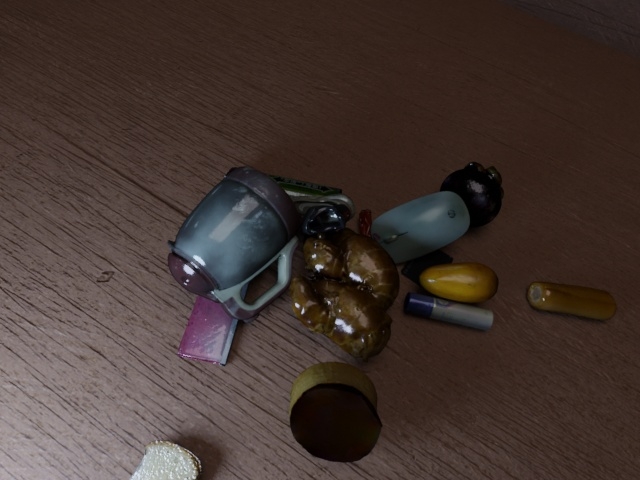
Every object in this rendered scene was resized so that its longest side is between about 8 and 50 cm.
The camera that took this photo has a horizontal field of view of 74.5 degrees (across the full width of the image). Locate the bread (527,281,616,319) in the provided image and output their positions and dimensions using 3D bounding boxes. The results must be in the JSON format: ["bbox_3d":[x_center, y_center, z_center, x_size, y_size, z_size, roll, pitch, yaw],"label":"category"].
[{"bbox_3d":[0.726,0.170,1.214,0.239,0.074,0.093,9,60,-3],"label":"bread"}]

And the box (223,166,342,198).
[{"bbox_3d":[-0.109,-0.131,1.252,0.345,0.097,0.134,11,27,-1],"label":"box"}]

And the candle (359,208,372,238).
[{"bbox_3d":[0.132,-0.021,1.257,0.048,0.053,0.162,3,58,-1],"label":"candle"}]

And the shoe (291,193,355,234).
[{"bbox_3d":[-0.019,-0.063,1.140,0.227,0.099,0.112,-8,27,10],"label":"shoe"}]

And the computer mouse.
[{"bbox_3d":[0.293,-0.041,1.213,0.288,0.097,0.160,-22,89,-5],"label":"computer mouse"}]

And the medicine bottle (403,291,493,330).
[{"bbox_3d":[0.345,0.192,1.140,0.230,0.059,0.059,13,55,-2],"label":"medicine bottle"}]

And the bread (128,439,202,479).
[{"bbox_3d":[-0.313,0.476,0.845,0.129,0.044,0.126,28,63,6],"label":"bread"}]

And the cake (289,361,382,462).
[{"bbox_3d":[0.038,0.351,0.921,0.207,0.185,0.178,1,16,13],"label":"cake"}]

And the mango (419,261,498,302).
[{"bbox_3d":[0.374,0.111,1.151,0.219,0.145,0.113,7,90,-6],"label":"mango"}]

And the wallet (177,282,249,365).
[{"bbox_3d":[-0.264,0.190,1.057,0.119,0.025,0.232,13,55,-2],"label":"wallet"}]

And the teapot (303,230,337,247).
[{"bbox_3d":[0.000,0.000,1.200,0.098,0.078,0.129,25,56,8],"label":"teapot"}]

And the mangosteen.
[{"bbox_3d":[0.486,-0.151,1.316,0.230,0.194,0.194,-40,68,-7],"label":"mangosteen"}]

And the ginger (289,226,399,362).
[{"bbox_3d":[0.067,0.114,1.086,0.274,0.152,0.358,19,56,0],"label":"ginger"}]

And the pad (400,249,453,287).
[{"bbox_3d":[0.318,0.075,1.250,0.112,0.003,0.157,33,57,13],"label":"pad"}]

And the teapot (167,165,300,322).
[{"bbox_3d":[-0.205,0.028,1.056,0.315,0.233,0.312,46,63,-11],"label":"teapot"}]
